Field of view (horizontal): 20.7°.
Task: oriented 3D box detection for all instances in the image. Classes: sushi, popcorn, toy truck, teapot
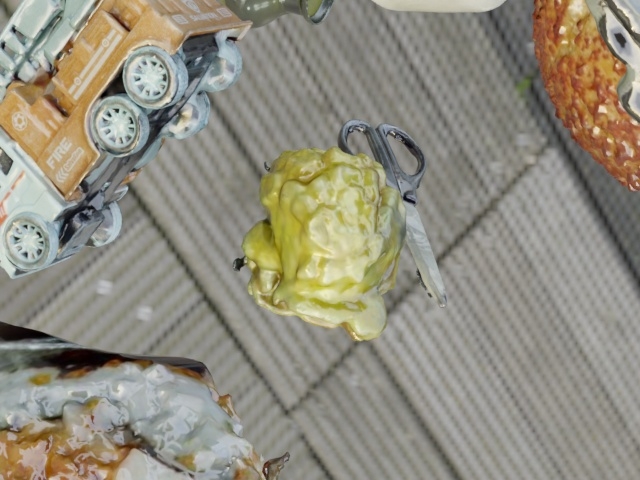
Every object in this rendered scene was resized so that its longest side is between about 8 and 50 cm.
[{"bbox_3d":[-0.217,0.241,1.343,0.417,0.417,0.176,-29,144,-30],"label":"sushi"},{"bbox_3d":[0.001,0.000,1.817,0.169,0.218,0.189,12,88,6],"label":"popcorn"},{"bbox_3d":[-0.229,-0.112,1.572,0.184,0.338,0.133,45,25,10],"label":"toy truck"},{"bbox_3d":[-0.051,-0.286,1.865,0.166,0.119,0.130,-21,124,-70],"label":"teapot"}]

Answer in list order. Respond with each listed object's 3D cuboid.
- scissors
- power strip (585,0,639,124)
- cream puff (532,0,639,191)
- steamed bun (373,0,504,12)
[{"bbox_3d":[0.096,-0.032,1.961,0.109,0.300,0.022,7,132,-25],"label":"scissors"},{"bbox_3d":[0.239,-0.111,0.951,0.251,0.092,0.257,47,44,7],"label":"power strip"},{"bbox_3d":[0.334,-0.184,1.623,0.229,0.350,0.350,-30,110,-40],"label":"cream puff"},{"bbox_3d":[0.104,-0.337,1.757,0.164,0.146,0.241,-53,137,-43],"label":"steamed bun"}]
